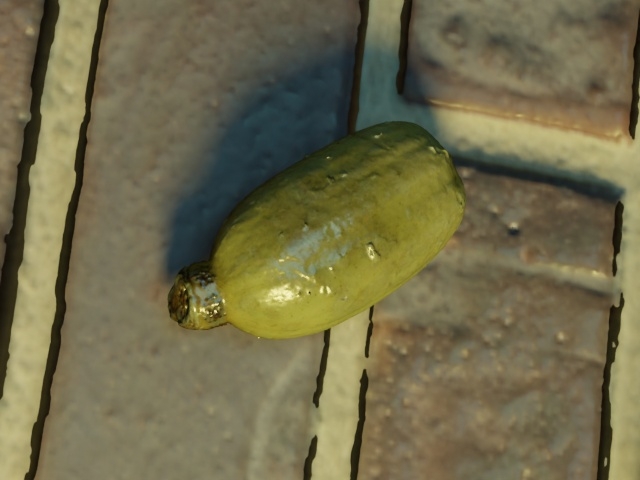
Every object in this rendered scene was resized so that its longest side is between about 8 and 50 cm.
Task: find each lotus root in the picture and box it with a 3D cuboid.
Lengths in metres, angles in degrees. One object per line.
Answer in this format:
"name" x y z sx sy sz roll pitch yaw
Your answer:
"lotus root" 0.000 0.000 1.006 0.183 0.077 0.090 -28 86 -22
